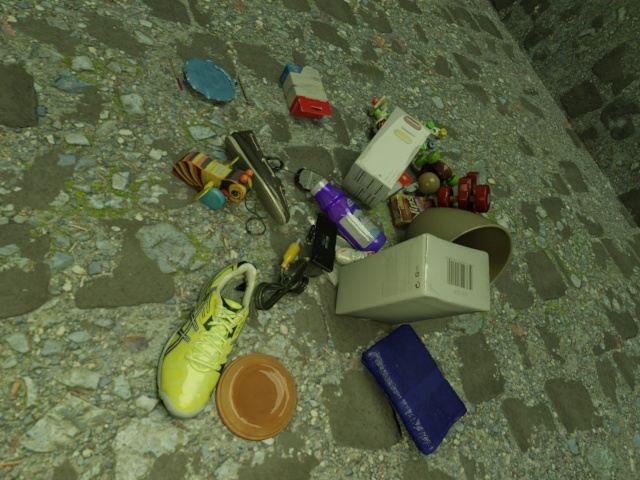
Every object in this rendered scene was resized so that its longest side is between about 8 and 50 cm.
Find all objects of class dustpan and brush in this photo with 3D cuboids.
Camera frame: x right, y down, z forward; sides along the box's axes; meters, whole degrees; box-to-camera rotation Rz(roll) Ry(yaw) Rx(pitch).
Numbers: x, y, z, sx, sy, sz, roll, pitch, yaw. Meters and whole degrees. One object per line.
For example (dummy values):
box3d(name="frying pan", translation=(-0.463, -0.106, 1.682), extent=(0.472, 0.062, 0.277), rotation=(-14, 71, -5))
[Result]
box3d(name="dustpan and brush", translation=(0.024, 0.015, 1.342), extent=(0.211, 0.060, 0.147), rotation=(46, 49, 2))

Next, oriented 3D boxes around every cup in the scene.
box3d(name="cup", translation=(0.409, 0.023, 1.442), extent=(0.332, 0.330, 0.237), rotation=(4, 33, -29))

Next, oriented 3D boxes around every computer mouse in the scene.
box3d(name="computer mouse", translation=(-0.091, -0.214, 1.439), extent=(0.242, 0.041, 0.071), rotation=(21, 78, -13))

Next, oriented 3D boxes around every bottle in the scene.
box3d(name="bottle", translation=(0.086, -0.074, 1.401), extent=(0.283, 0.092, 0.118), rotation=(47, 22, 0))

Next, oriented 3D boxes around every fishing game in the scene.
box3d(name="fishing game", translation=(-0.368, -0.529, 1.462), extent=(0.264, 0.041, 0.189), rotation=(-8, 66, -43))

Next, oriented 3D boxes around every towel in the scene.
box3d(name="towel", translation=(0.258, 0.406, 1.240), extent=(0.228, 0.076, 0.308), rotation=(-19, 72, -45))

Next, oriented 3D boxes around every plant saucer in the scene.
box3d(name="plant saucer", translation=(-0.145, 0.362, 1.038), extent=(0.200, 0.037, 0.199), rotation=(16, 54, -23))

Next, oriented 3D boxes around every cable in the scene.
box3d(name="cable", translation=(-0.105, 0.113, 1.159), extent=(0.072, 0.139, 0.287), rotation=(10, 30, 24))

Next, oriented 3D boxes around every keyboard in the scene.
box3d(name="keyboard", translation=(0.000, 0.000, 1.284), extent=(0.108, 0.023, 0.180), rotation=(33, 45, -30))

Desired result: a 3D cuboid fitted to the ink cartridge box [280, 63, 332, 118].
box3d(name="ink cartridge box", translation=(-0.054, -0.533, 1.629), extent=(0.134, 0.078, 0.230), rotation=(0, 62, -31))

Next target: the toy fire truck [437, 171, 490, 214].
box3d(name="toy fire truck", translation=(0.556, -0.099, 1.645), extent=(0.254, 0.170, 0.301), rotation=(-22, 109, -56))

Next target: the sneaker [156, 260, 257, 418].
box3d(name="sneaker", translation=(-0.252, 0.201, 1.001), extent=(0.145, 0.147, 0.384), rotation=(26, 52, -17))

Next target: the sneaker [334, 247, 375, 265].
box3d(name="sneaker", translation=(0.125, 0.047, 1.310), extent=(0.162, 0.075, 0.057), rotation=(17, 61, -18))

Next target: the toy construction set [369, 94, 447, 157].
box3d(name="toy construction set", translation=(0.322, -0.454, 1.762), extent=(0.328, 0.151, 0.215), rotation=(39, 73, 5))

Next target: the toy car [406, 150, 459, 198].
box3d(name="toy car", translation=(0.413, -0.223, 1.710), extent=(0.155, 0.149, 0.188), rotation=(46, 72, -15))

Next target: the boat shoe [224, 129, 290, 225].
box3d(name="boat shoe", translation=(-0.166, -0.201, 1.322), extent=(0.096, 0.112, 0.335), rotation=(-29, 76, -22))

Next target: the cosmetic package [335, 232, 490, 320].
box3d(name="cosmetic package", translation=(0.228, 0.122, 1.176), extent=(0.218, 0.385, 0.156), rotation=(16, 69, -27))

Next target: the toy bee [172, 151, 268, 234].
box3d(name="toy bee", translation=(-0.254, -0.166, 1.223), extent=(0.299, 0.162, 0.195), rotation=(19, 52, -20))

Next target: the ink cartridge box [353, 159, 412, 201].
box3d(name="ink cartridge box", translation=(0.251, -0.266, 1.666), extent=(0.225, 0.056, 0.181), rotation=(-35, 83, -39))

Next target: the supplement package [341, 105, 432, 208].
box3d(name="supplement package", translation=(0.216, -0.273, 1.484), extent=(0.145, 0.204, 0.261), rotation=(35, 73, 0))

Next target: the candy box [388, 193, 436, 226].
box3d(name="candy box", translation=(0.344, -0.103, 1.610), extent=(0.187, 0.053, 0.109), rotation=(2, 70, -29))
